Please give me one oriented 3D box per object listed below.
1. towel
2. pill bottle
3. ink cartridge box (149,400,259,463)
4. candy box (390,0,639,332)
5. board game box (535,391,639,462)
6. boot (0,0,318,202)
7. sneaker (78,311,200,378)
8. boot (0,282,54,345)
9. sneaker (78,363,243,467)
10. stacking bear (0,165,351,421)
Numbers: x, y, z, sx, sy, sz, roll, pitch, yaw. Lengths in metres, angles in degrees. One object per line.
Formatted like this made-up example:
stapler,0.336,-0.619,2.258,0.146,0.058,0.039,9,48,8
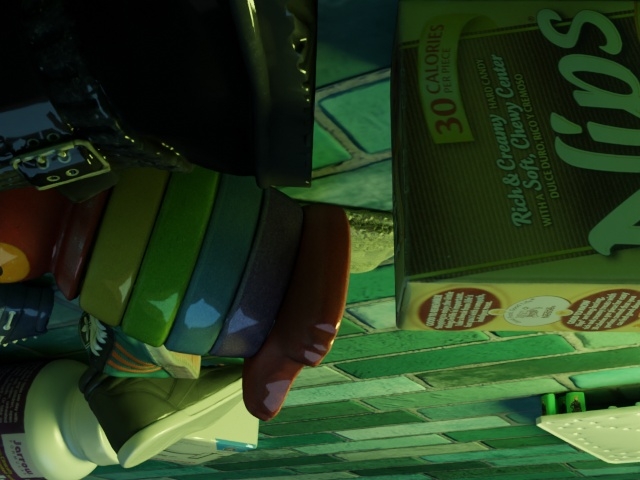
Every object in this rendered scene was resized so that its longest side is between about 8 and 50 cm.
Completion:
towel,0.000,0.000,0.824,0.148,0.027,0.110,8,155,-15
pill bottle,-0.401,0.253,1.241,0.301,0.169,0.169,-8,155,20
ink cartridge box,-0.213,0.302,1.448,0.148,0.086,0.203,16,151,-31
candy box,0.201,-0.044,0.523,0.316,0.183,0.087,1,156,0
board game box,0.594,0.286,1.423,0.390,0.050,0.390,-14,152,31
boot,-0.131,-0.112,0.446,0.260,0.131,0.348,1,157,-1
sneaker,-0.204,0.091,0.939,0.121,0.108,0.302,-4,158,0
boot,-0.352,0.099,1.009,0.086,0.069,0.190,12,152,-17
sneaker,-0.187,0.175,1.161,0.104,0.147,0.295,-47,164,27
stacking bear,-0.139,0.003,0.681,0.289,0.164,0.175,19,143,-12
